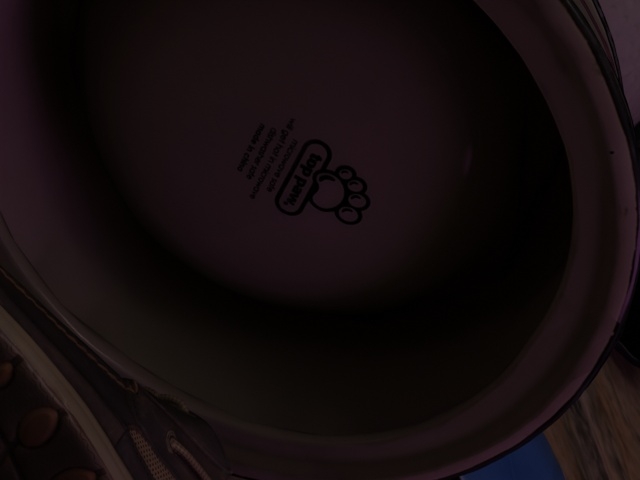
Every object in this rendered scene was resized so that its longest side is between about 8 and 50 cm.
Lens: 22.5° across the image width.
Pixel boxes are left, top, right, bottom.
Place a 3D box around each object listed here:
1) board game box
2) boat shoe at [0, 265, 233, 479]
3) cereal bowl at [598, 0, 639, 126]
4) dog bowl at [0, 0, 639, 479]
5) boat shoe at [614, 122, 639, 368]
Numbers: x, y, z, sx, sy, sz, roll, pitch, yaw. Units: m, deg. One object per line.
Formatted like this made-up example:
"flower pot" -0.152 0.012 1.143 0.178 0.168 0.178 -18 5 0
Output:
"board game box" 0.134 0.179 1.232 0.168 0.033 0.133 32 37 -41
"boat shoe" -0.119 0.147 0.873 0.355 0.132 0.130 59 24 -16
"cereal bowl" 0.092 -0.188 1.224 0.141 0.339 0.339 -32 91 -30
"dog bowl" -0.015 -0.062 0.892 0.408 0.408 0.150 49 35 -14
"boat shoe" 0.249 -0.082 1.383 0.500 0.186 0.156 61 40 -33
